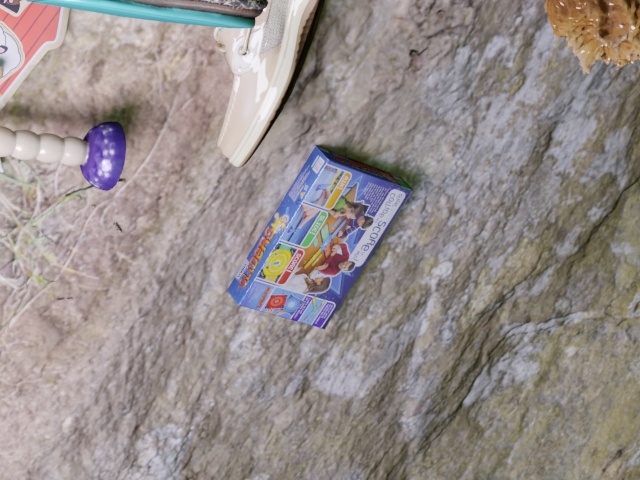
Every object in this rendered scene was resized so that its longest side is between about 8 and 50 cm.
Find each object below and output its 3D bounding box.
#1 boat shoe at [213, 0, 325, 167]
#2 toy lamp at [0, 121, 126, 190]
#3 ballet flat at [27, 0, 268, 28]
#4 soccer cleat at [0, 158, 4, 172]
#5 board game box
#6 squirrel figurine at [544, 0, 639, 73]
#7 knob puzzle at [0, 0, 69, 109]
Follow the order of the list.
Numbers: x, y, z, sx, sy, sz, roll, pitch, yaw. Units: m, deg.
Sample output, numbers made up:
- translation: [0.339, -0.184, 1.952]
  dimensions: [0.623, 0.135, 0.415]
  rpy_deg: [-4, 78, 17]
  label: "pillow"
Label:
- translation: [-0.057, -0.219, 1.787]
  dimensions: [0.098, 0.109, 0.302]
  rpy_deg: [22, 115, 1]
  label: "boat shoe"
- translation: [-0.326, -0.095, 1.702]
  dimensions: [0.275, 0.080, 0.080]
  rpy_deg: [8, 118, -29]
  label: "toy lamp"
- translation: [-0.275, -0.264, 1.560]
  dimensions: [0.483, 0.164, 0.182]
  rpy_deg: [-6, 101, -20]
  label: "ballet flat"
- translation: [-0.352, -0.061, 1.756]
  dimensions: [0.083, 0.029, 0.035]
  rpy_deg: [-35, 130, -12]
  label: "soccer cleat"
- translation: [0.000, 0.000, 2.018]
  dimensions: [0.136, 0.035, 0.201]
  rpy_deg: [19, 111, -40]
  label: "board game box"
- translation: [0.396, -0.363, 1.890]
  dimensions: [0.397, 0.281, 0.370]
  rpy_deg: [-32, 146, 11]
  label: "squirrel figurine"
- translation: [-0.312, -0.224, 1.659]
  dimensions: [0.213, 0.030, 0.213]
  rpy_deg: [-16, 129, -21]
  label: "knob puzzle"
